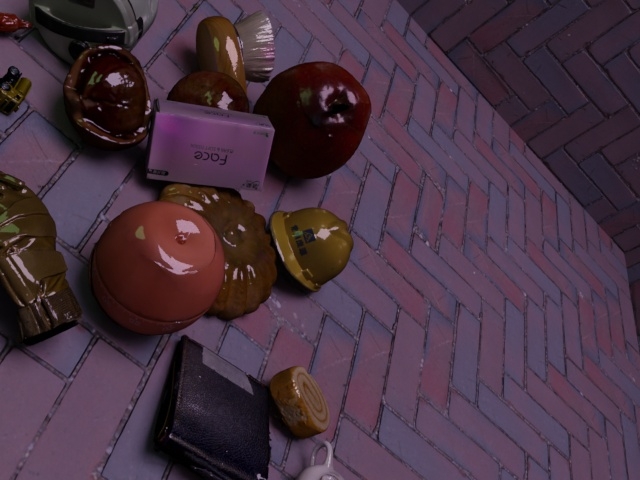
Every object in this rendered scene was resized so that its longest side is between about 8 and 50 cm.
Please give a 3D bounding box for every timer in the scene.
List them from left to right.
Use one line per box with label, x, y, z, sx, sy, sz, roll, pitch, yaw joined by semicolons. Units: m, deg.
timer;-0.286;0.049;1.358;0.229;0.215;0.229;22;47;-26

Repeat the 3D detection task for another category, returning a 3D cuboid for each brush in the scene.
brush;-0.196;-0.421;1.885;0.166;0.174;0.266;-9;79;-23

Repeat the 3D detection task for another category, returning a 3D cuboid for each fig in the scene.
fig;-0.244;-0.284;1.731;0.205;0.205;0.205;31;41;-32

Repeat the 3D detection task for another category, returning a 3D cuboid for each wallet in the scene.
wallet;-0.189;0.318;1.397;0.221;0.071;0.262;36;30;-24

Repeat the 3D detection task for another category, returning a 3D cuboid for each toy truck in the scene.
toy truck;-0.575;-0.275;1.432;0.054;0.049;0.083;37;37;-27

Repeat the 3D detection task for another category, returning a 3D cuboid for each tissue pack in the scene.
tissue pack;-0.232;-0.199;1.602;0.246;0.148;0.092;6;25;-17

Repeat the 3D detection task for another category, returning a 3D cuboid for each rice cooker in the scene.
rice cooker;-0.464;-0.483;1.594;0.226;0.226;0.244;41;39;-21

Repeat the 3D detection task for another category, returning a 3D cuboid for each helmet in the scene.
helmet;0.000;0.000;1.769;0.205;0.140;0.257;69;13;15

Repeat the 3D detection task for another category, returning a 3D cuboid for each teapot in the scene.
teapot;0.001;0.492;1.465;0.145;0.092;0.226;29;41;-38

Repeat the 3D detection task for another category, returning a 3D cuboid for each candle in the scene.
candle;-0.627;-0.416;1.485;0.053;0.048;0.162;26;22;39

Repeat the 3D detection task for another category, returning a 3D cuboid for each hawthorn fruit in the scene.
hawthorn fruit;-0.003;-0.298;1.880;0.285;0.369;0.284;1;89;-24

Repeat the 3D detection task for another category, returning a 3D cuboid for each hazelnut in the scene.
hazelnut;-0.414;-0.272;1.519;0.170;0.160;0.201;-21;75;-21

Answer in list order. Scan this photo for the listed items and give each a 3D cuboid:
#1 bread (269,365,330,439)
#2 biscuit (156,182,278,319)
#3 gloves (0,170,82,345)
bread;-0.043;0.325;1.556;0.149;0.073;0.122;62;19;-6
biscuit;-0.207;0.005;1.612;0.326;0.107;0.325;35;36;-31
gloves;-0.489;0.005;1.222;0.154;0.141;0.331;-23;81;-54
